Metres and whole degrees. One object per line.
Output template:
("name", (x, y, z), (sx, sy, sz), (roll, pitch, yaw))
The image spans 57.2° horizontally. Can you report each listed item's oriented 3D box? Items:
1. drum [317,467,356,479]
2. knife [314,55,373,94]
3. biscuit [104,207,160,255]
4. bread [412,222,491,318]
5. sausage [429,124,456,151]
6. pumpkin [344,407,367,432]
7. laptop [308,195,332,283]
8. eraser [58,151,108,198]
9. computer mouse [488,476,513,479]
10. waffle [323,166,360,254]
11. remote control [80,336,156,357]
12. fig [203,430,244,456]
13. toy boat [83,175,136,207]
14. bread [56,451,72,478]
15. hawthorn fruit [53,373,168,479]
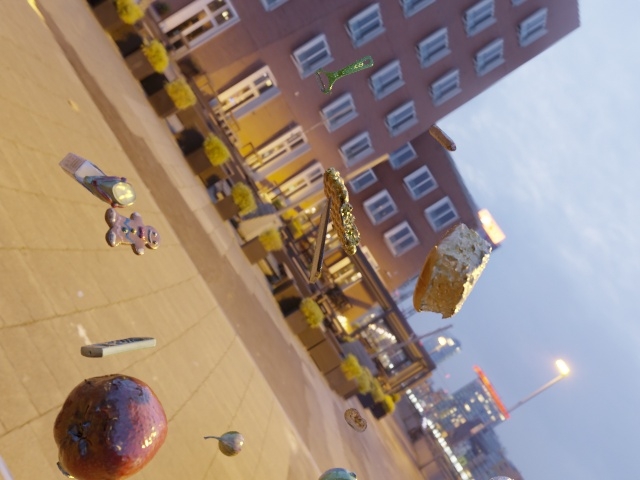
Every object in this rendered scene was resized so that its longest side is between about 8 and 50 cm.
("drum", (0.098, 0.695, 1.560), (0.253, 0.130, 0.049), (35, 5, -13))
("knife", (0.071, -0.471, 1.645), (0.022, 0.166, 0.078), (-107, 174, -73))
("biscuit", (-0.552, -0.024, 1.750), (0.205, 0.031, 0.138), (27, 48, -56))
("bread", (0.290, 0.066, 1.297), (0.121, 0.174, 0.245), (30, 30, 12))
("sausage", (0.273, -0.227, 1.306), (0.026, 0.026, 0.116), (58, 6, -32))
("pumpkin", (0.108, 0.568, 1.844), (0.083, 0.050, 0.028), (47, -26, 17))
("laptop", (0.000, 0.000, 1.446), (0.135, 0.016, 0.197), (117, -18, -71))
("eraser", (-0.671, -0.185, 1.692), (0.124, 0.068, 0.210), (45, -13, -35))
("computer mouse", (0.477, 0.710, 1.565), (0.236, 0.082, 0.145), (24, 65, -63))
("waffle", (0.068, -0.101, 2.033), (0.307, 0.060, 0.312), (156, -84, -84))
("remote control", (-0.624, 0.331, 1.830), (0.233, 0.098, 0.038), (0, 88, -61))
("fig", (-0.334, 0.716, 2.051), (0.093, 0.093, 0.166), (57, 16, 22))
("toy boat", (-0.551, -0.131, 1.574), (0.071, 0.089, 0.185), (13, -10, 22))
("bread", (-0.721, 0.659, 1.869), (0.197, 0.170, 0.197), (-18, 90, -80))
("hawthorn fruit", (-0.542, 0.519, 1.597), (0.285, 0.284, 0.369), (57, -5, 30))
